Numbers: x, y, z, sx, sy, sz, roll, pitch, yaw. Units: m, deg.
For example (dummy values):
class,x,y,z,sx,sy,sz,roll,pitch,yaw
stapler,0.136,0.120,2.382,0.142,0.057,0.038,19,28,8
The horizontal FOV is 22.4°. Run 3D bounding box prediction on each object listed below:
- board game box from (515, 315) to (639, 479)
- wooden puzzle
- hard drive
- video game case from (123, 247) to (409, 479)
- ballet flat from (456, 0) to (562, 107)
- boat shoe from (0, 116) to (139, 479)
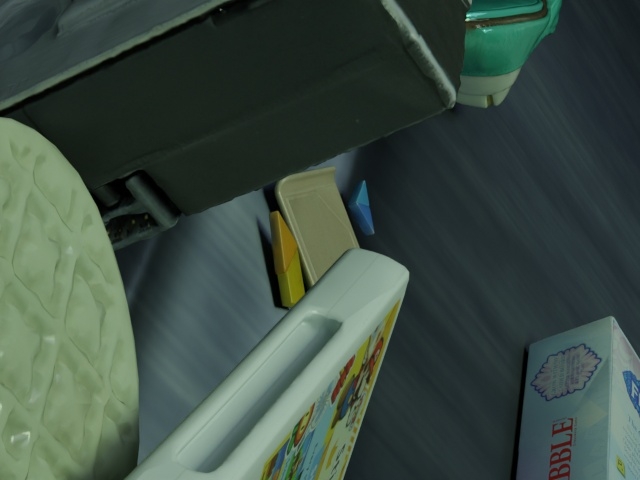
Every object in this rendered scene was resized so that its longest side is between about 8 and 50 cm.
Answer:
class,x,y,z,sx,sy,sz,roll,pitch,yaw
board game box,0.214,0.265,0.986,0.318,0.066,0.318,55,29,-27
wooden puzzle,0.000,0.000,0.831,0.116,0.014,0.078,-2,77,-63
hard drive,-0.055,-0.126,0.562,0.064,0.237,0.339,51,32,-32
video game case,-0.045,0.134,0.467,0.206,0.026,0.227,-44,153,-62
ballet flat,0.116,-0.136,1.080,0.247,0.083,0.087,-47,142,-62
boat shoe,-0.199,0.064,0.229,0.500,0.156,0.187,-24,106,-68
